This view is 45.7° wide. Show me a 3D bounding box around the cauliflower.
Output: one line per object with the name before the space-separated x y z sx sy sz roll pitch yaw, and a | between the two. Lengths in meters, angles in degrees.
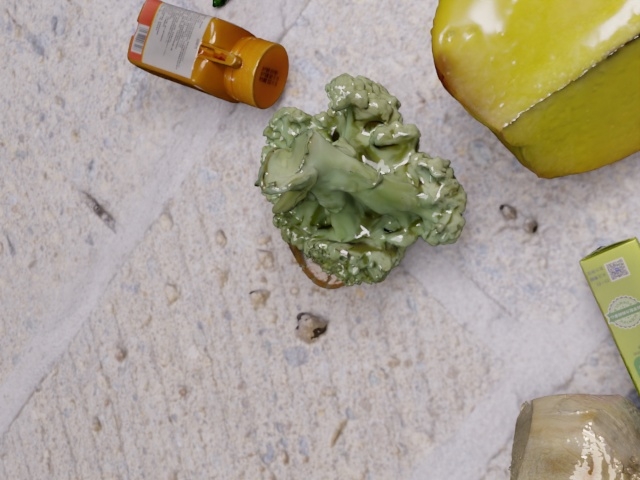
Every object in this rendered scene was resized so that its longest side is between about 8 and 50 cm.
cauliflower | 0.045 -0.095 1.021 0.327 0.281 0.260 20 69 17

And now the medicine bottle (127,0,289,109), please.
medicine bottle | -0.168 -0.284 1.179 0.222 0.149 0.112 22 97 22

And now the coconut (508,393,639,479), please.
coconut | 0.329 0.274 0.924 0.194 0.194 0.194 -1 88 23

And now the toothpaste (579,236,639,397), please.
toothpaste | 0.419 0.152 0.932 0.077 0.110 0.327 -25 79 18

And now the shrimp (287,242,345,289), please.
shrimp | -0.002 -0.001 1.156 0.095 0.045 0.162 -40 72 17

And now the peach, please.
peach | 0.330 -0.281 0.918 0.380 0.242 0.306 -42 55 18

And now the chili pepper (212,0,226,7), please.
chili pepper | -0.145 -0.437 1.240 0.055 0.035 0.118 20 106 35
